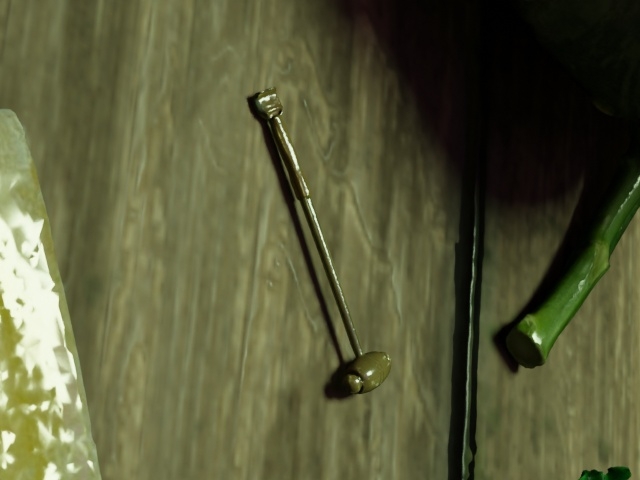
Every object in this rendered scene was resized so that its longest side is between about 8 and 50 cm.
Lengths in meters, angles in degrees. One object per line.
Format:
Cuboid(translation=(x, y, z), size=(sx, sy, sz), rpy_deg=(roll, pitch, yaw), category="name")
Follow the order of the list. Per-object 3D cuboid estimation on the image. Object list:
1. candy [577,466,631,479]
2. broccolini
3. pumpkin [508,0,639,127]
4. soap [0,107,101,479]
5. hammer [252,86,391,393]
Cuboid(translation=(0.056, 0.177, 0.537), size=(0.203, 0.078, 0.141), rpy_deg=(-24, 97, -38), category="candy")
Cuboid(translation=(0.146, -0.032, 0.697), size=(0.239, 0.051, 0.054), rpy_deg=(-52, 122, -30), category="broccolini")
Cuboid(translation=(0.184, -0.209, 0.597), size=(0.328, 0.291, 0.257), rpy_deg=(63, 31, -26), category="pumpkin")
Cuboid(translation=(-0.172, 0.045, 0.351), size=(0.232, 0.073, 0.140), rpy_deg=(-8, 82, -43), category="soap")
Cuboid(translation=(0.000, 0.000, 0.565), size=(0.029, 0.014, 0.123), rpy_deg=(-25, 97, -52), category="hammer")
